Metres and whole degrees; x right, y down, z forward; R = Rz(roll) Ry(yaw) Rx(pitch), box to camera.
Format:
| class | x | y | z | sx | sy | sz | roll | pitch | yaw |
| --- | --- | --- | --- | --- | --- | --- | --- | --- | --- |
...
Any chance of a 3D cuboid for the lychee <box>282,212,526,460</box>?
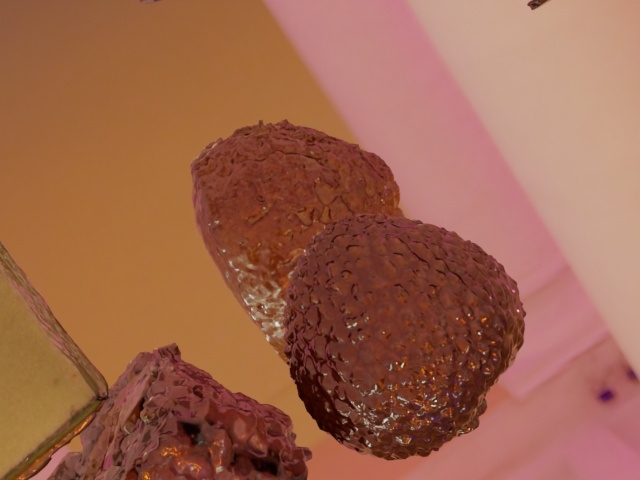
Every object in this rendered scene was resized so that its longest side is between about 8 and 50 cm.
| class | x | y | z | sx | sy | sz | roll | pitch | yaw |
| --- | --- | --- | --- | --- | --- | --- | --- | --- | --- |
| lychee | 0.058 | 0.074 | 1.221 | 0.194 | 0.194 | 0.194 | -29 | -157 | 14 |

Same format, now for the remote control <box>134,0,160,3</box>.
| class | x | y | z | sx | sy | sz | roll | pitch | yaw |
| --- | --- | --- | --- | --- | --- | --- | --- | --- | --- |
| remote control | -0.081 | -0.287 | 1.441 | 0.265 | 0.090 | 0.066 | -23 | -153 | 24 |

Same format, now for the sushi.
| class | x | y | z | sx | sy | sz | roll | pitch | yaw |
| --- | --- | --- | --- | --- | --- | --- | --- | --- | --- |
| sushi | -0.129 | 0.226 | 1.304 | 0.270 | 0.170 | 0.236 | -64 | -159 | -13 |

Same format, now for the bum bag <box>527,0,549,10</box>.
| class | x | y | z | sx | sy | sz | roll | pitch | yaw |
| --- | --- | --- | --- | --- | --- | --- | --- | --- | --- |
| bum bag | 0.279 | -0.288 | 1.631 | 0.159 | 0.026 | 0.109 | -28 | -168 | 48 |

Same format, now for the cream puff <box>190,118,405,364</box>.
| class | x | y | z | sx | sy | sz | roll | pitch | yaw |
| --- | --- | --- | --- | --- | --- | --- | --- | --- | --- |
| cream puff | 0.000 | 0.000 | 1.788 | 0.212 | 0.303 | 0.303 | -29 | -157 | 5 |

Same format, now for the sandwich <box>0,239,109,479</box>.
| class | x | y | z | sx | sy | sz | roll | pitch | yaw |
| --- | --- | --- | --- | --- | --- | --- | --- | --- | --- |
| sandwich | -0.302 | 0.111 | 1.191 | 0.245 | 0.212 | 0.063 | -39 | 166 | 4 |
